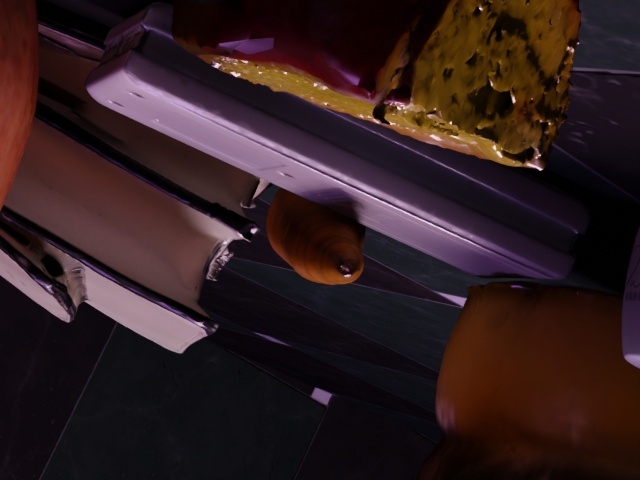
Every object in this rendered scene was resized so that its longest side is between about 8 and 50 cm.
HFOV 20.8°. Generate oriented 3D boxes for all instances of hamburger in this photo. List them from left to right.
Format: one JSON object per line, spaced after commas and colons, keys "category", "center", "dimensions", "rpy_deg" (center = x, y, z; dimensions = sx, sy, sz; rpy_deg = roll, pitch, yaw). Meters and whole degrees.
{"category": "hamburger", "center": [0.245, 0.196, 1.079], "dimensions": [0.396, 0.277, 0.396], "rpy_deg": [13, 176, 1]}

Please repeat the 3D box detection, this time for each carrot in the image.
{"category": "carrot", "center": [0.000, 0.000, 1.111], "dimensions": [0.069, 0.069, 0.336], "rpy_deg": [22, -174, -5]}

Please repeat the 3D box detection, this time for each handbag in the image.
{"category": "handbag", "center": [-0.162, -0.032, 1.187], "dimensions": [0.237, 0.160, 0.358], "rpy_deg": [29, 171, -4]}

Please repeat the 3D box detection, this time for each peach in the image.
{"category": "peach", "center": [0.031, -0.084, 0.611], "dimensions": [0.172, 0.092, 0.127], "rpy_deg": [13, -177, -38]}

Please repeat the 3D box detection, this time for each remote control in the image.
{"category": "remote control", "center": [0.010, -0.053, 0.981], "dimensions": [0.277, 0.055, 0.103], "rpy_deg": [25, 171, -17]}

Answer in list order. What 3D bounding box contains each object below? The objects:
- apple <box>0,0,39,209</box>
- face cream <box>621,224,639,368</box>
{"category": "apple", "center": [-0.324, -0.062, 0.802], "dimensions": [0.364, 0.364, 0.364], "rpy_deg": [20, 172, 3]}
{"category": "face cream", "center": [0.198, 0.026, 0.877], "dimensions": [0.091, 0.095, 0.091], "rpy_deg": [20, 172, 3]}
